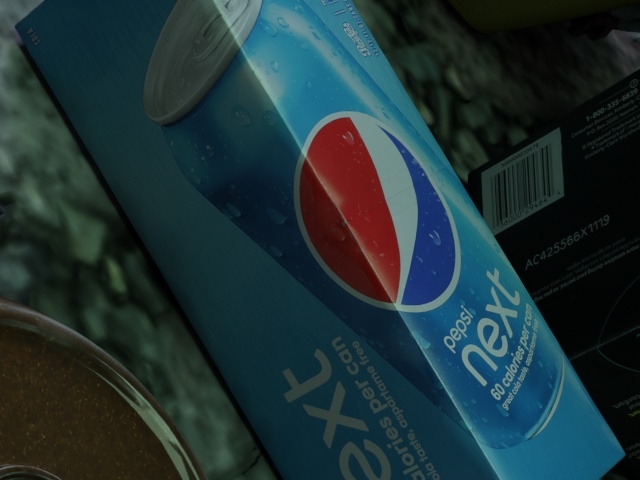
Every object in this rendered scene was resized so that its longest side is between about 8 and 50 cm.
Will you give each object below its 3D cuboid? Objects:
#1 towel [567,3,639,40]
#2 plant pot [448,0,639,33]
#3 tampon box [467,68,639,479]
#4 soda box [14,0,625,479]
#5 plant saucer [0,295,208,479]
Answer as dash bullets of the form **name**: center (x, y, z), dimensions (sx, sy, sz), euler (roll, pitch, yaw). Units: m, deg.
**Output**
- **towel**: center (0.258, -0.125, 0.732), dimensions (0.237, 0.329, 0.037), euler (-33, 114, -14)
- **plant pot**: center (0.100, -0.207, 0.768), dimensions (0.212, 0.187, 0.212), euler (46, 38, -16)
- **tampon box**: center (0.151, 0.022, 0.714), dimensions (0.161, 0.120, 0.101), euler (28, 47, -35)
- **soda box**: center (0.000, 0.000, 0.598), dimensions (0.210, 0.071, 0.067), euler (59, 36, 1)
- **plant saucer**: center (-0.077, 0.080, 0.488), dimensions (0.168, 0.029, 0.168), euler (30, 44, -33)
